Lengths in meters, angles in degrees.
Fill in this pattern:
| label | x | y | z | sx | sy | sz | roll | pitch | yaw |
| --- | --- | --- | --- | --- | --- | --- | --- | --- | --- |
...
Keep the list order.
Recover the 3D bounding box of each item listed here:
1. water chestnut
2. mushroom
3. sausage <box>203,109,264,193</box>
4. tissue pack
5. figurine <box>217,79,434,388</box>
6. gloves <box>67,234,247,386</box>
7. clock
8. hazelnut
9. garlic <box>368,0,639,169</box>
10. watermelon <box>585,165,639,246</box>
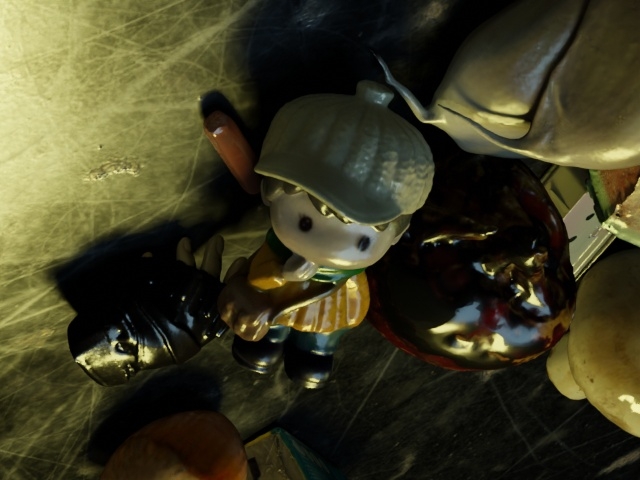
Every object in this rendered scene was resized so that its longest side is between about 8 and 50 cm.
| label | x | y | z | sx | sy | sz | roll | pitch | yaw |
| --- | --- | --- | --- | --- | --- | --- | --- | --- | --- |
| water chestnut | 0.164 | 0.026 | 1.696 | 0.289 | 0.289 | 0.244 | -43 | -172 | 17 |
| mushroom | 0.453 | 0.172 | 2.170 | 0.292 | 0.292 | 0.290 | -4 | 161 | -38 |
| sausage | -0.087 | -0.091 | 1.533 | 0.030 | 0.035 | 0.147 | -48 | 152 | -10 |
| tissue pack | -0.022 | 0.403 | 2.122 | 0.134 | 0.192 | 0.271 | -36 | 148 | 3 |
| figurine | -0.001 | -0.013 | 1.563 | 0.185 | 0.204 | 0.332 | 15 | 137 | -8 |
| gloves | -0.170 | 0.075 | 1.627 | 0.203 | 0.124 | 0.164 | -25 | 167 | 3 |
| clock | 0.329 | -0.024 | 1.956 | 0.147 | 0.071 | 0.192 | 1 | 136 | -42 |
| hazelnut | -0.181 | 0.313 | 1.883 | 0.214 | 0.176 | 0.214 | -39 | 176 | -3 |
| garlic | 0.271 | -0.170 | 1.545 | 0.340 | 0.231 | 0.246 | -33 | 137 | 4 |
| watermelon | 0.392 | -0.141 | 1.726 | 0.148 | 0.226 | 0.318 | 13 | 108 | -9 |
